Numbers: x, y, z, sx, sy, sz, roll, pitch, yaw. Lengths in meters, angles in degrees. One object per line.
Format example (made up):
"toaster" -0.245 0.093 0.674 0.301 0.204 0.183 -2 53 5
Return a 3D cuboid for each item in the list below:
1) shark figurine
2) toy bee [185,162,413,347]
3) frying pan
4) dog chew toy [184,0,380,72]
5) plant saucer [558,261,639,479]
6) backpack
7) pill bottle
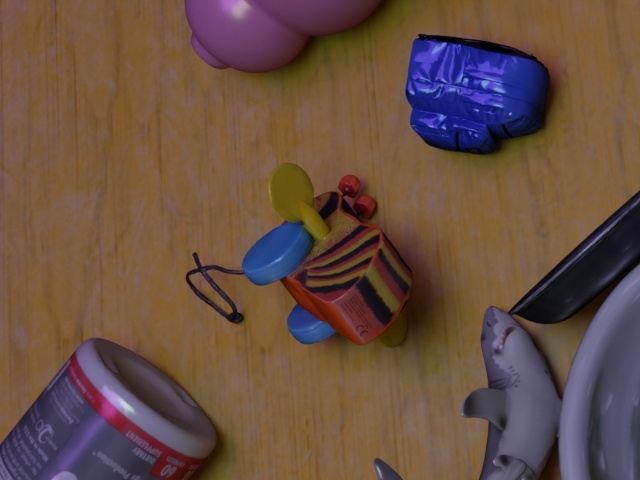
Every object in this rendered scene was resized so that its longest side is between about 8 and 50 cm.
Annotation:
"shark figurine" 0.136 0.200 1.521 0.166 0.278 0.116 39 139 3
"toy bee" 0.000 0.000 1.635 0.298 0.195 0.162 27 65 42
"frying pan" 0.279 -0.030 1.530 0.053 0.326 0.197 48 146 4
"dog chew toy" -0.002 -0.292 1.702 0.332 0.206 0.206 -44 60 21
"plant saucer" 0.389 0.162 1.382 0.400 0.100 0.400 -7 66 15
"backpack" 0.146 -0.129 1.629 0.120 0.098 0.101 7 89 17
"pill bottle" -0.244 0.247 1.695 0.161 0.161 0.283 43 99 31
